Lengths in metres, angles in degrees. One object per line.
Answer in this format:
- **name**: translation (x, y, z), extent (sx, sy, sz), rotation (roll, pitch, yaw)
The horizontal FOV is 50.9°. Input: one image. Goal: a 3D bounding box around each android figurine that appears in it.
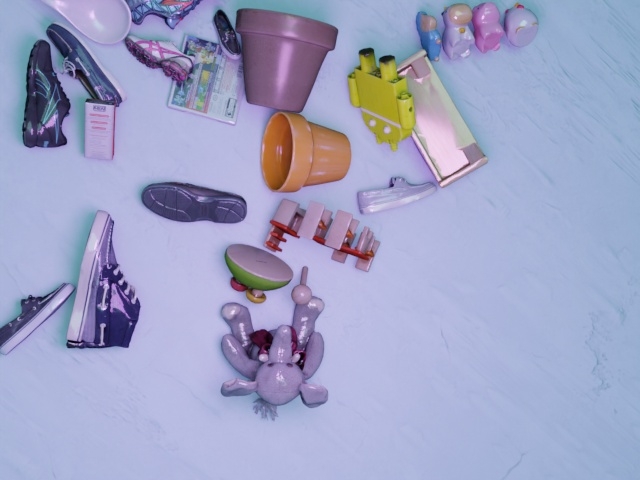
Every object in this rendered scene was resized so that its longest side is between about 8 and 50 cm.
- **android figurine**: translation (0.163, -0.364, 1.774), extent (0.056, 0.248, 0.273), rotation (-31, 133, -22)

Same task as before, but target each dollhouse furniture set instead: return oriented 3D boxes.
- **dollhouse furniture set**: translation (0.000, 0.000, 1.715), extent (0.259, 0.262, 0.135), rotation (19, 83, 23)

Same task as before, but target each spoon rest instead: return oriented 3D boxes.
- **spoon rest**: translation (-0.608, -0.589, 1.681), extent (0.276, 0.084, 0.137), rotation (23, 116, -7)

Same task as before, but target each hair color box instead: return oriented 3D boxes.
- **hair color box**: translation (-0.548, -0.276, 1.670), extent (0.072, 0.043, 0.141), rotation (5, 116, -13)

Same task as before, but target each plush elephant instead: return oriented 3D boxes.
- **plush elephant**: translation (-0.108, 0.297, 1.651), extent (0.272, 0.255, 0.330), rotation (4, 85, -12)

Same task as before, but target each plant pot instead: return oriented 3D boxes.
- **plant pot**: translation (-0.030, -0.223, 1.747), extent (0.188, 0.205, 0.205), rotation (1, 86, -28)
- **plant pot**: translation (-0.103, -0.454, 1.728), extent (0.263, 0.263, 0.229), rotation (9, 101, -12)

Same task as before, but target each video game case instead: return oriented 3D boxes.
- **video game case**: translation (-0.292, -0.423, 1.781), extent (0.183, 0.023, 0.201), rotation (14, 84, -12)

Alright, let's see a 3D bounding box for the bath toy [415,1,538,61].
- **bath toy**: translation (0.450, -0.613, 1.913), extent (0.348, 0.151, 0.129), rotation (-11, 53, -14)

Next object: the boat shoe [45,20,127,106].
- **boat shoe**: translation (-0.598, -0.429, 1.679), extent (0.079, 0.095, 0.254), rotation (-46, 105, -23)

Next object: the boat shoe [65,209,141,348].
- **boat shoe**: translation (-0.512, 0.105, 1.654), extent (0.158, 0.127, 0.340), rotation (12, 91, -18)

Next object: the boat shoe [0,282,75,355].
- **boat shoe**: translation (-0.699, 0.173, 1.624), extent (0.228, 0.080, 0.076), rotation (-44, 97, -4)

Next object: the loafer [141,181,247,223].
- **loafer**: translation (-0.322, -0.099, 1.734), extent (0.267, 0.084, 0.096), rotation (10, 115, -8)

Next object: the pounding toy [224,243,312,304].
- **pounding toy**: translation (-0.148, 0.108, 1.719), extent (0.237, 0.183, 0.110), rotation (21, 107, -14)

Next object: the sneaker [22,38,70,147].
- **sneaker**: translation (-0.676, -0.358, 1.665), extent (0.106, 0.101, 0.267), rotation (3, 92, -26)

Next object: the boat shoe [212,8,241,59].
- **boat shoe**: translation (-0.247, -0.543, 1.773), extent (0.049, 0.040, 0.142), rotation (-21, 77, -23)

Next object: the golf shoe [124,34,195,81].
- **golf shoe**: translation (-0.412, -0.482, 1.732), extent (0.186, 0.067, 0.086), rotation (29, 69, 1)

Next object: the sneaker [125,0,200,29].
- **sneaker**: translation (-0.376, -0.614, 1.750), extent (0.262, 0.104, 0.125), rotation (-8, 102, -7)

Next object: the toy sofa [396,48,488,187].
- **toy sofa**: translation (0.309, -0.333, 1.861), extent (0.150, 0.177, 0.362), rotation (-30, 93, 12)

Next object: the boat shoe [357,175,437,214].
- **boat shoe**: translation (0.209, -0.135, 1.843), extent (0.227, 0.079, 0.081), rotation (-16, 94, -10)
